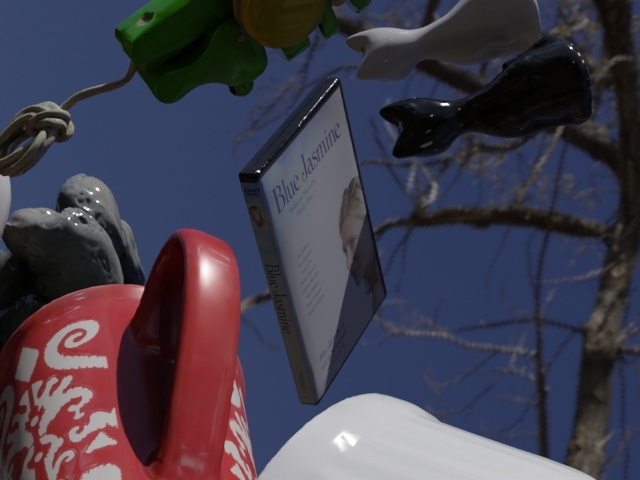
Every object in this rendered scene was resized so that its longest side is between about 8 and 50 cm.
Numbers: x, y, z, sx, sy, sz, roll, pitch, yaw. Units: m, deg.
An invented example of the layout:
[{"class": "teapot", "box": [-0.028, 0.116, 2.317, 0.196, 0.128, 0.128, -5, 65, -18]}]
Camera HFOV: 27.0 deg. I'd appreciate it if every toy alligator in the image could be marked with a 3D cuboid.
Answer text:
[{"class": "toy alligator", "box": [-0.023, -0.074, 0.435, 0.051, 0.190, 0.056, 47, 1, -43]}]

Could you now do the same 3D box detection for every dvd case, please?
[{"class": "dvd case", "box": [0.000, 0.000, 1.235, 0.022, 0.180, 0.253, 4, -55, 27]}]

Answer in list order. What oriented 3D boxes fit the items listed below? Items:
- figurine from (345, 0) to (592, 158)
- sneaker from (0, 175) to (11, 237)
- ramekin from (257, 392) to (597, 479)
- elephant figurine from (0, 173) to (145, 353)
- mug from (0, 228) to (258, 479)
[{"class": "figurine", "box": [0.145, -0.179, 1.396, 0.092, 0.209, 0.215, 77, -7, -45]}, {"class": "sneaker", "box": [-0.252, 0.004, 0.493, 0.108, 0.292, 0.169, 50, -22, 19]}, {"class": "ramekin", "box": [0.056, 0.226, 0.675, 0.135, 0.277, 0.277, 11, -54, 30]}, {"class": "elephant figurine", "box": [-0.214, 0.069, 0.748, 0.186, 0.239, 0.169, -109, -177, -67]}, {"class": "mug", "box": [-0.076, 0.086, 0.512, 0.169, 0.113, 0.150, -116, -161, -65]}]
